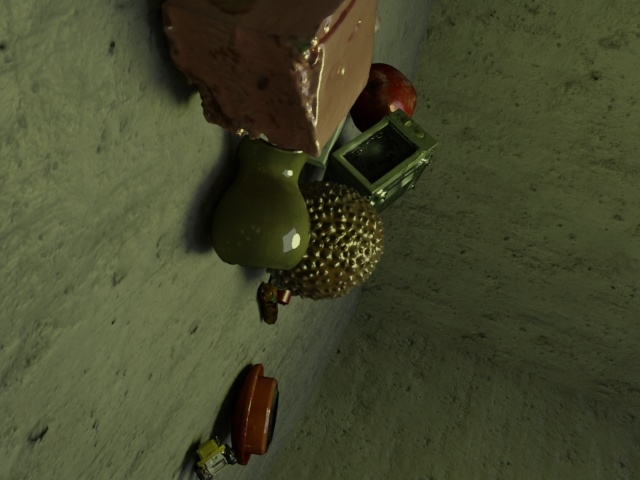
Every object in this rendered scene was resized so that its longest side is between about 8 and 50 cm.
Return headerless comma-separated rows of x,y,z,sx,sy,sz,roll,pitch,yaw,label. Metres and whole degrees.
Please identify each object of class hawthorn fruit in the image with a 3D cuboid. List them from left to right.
0.223,-0.521,2.231,0.284,0.284,0.285,20,90,-78,hawthorn fruit

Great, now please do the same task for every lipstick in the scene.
-0.110,0.117,2.181,0.080,0.080,0.241,68,43,-72,lipstick

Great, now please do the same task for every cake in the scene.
-0.084,-0.350,1.048,0.314,0.306,0.293,86,28,-61,cake

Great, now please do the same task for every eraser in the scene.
0.011,-0.353,1.936,0.052,0.095,0.225,64,47,-73,eraser

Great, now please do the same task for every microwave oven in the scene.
0.201,-0.235,2.055,0.355,0.218,0.286,-38,164,-29,microwave oven

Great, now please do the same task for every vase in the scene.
-0.148,-0.085,1.477,0.329,0.240,0.303,-178,-85,-74,vase

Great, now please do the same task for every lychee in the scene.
0.000,0.000,1.824,0.432,0.380,0.381,21,89,-52,lychee

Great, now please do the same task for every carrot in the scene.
-0.181,0.224,2.093,0.229,0.068,0.069,92,21,-56,carrot

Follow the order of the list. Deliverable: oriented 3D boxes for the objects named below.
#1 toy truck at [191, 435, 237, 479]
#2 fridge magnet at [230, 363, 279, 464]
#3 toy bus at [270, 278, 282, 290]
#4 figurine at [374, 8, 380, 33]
-0.356,0.724,1.976,0.136,0.111,0.286,-31,162,-19,toy truck
-0.242,0.636,2.181,0.363,0.155,0.364,8,90,-88,fridge magnet
-0.118,0.087,2.105,0.064,0.075,0.191,28,81,-78,toy bus
0.131,-0.681,1.924,0.137,0.111,0.229,-40,154,-57,figurine
